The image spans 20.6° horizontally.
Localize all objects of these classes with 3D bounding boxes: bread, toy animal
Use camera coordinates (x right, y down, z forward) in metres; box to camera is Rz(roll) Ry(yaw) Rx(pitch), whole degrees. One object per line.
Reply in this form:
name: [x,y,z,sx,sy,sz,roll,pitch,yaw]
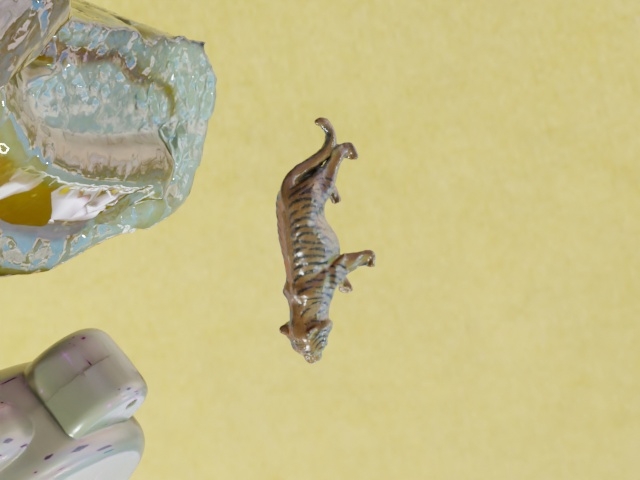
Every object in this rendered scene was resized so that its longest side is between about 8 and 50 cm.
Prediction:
bread: [-0.283,-0.105,1.214,0.341,0.210,0.300,23,-176,20]
toy animal: [0.000,0.000,1.749,0.099,0.056,0.241,-17,107,-42]

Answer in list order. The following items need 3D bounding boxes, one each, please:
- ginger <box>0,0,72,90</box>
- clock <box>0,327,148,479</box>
ginger: [-0.236,-0.136,0.817,0.130,0.221,0.275,-9,167,38]
clock: [-0.271,0.197,1.291,0.309,0.114,0.284,-35,164,-20]
